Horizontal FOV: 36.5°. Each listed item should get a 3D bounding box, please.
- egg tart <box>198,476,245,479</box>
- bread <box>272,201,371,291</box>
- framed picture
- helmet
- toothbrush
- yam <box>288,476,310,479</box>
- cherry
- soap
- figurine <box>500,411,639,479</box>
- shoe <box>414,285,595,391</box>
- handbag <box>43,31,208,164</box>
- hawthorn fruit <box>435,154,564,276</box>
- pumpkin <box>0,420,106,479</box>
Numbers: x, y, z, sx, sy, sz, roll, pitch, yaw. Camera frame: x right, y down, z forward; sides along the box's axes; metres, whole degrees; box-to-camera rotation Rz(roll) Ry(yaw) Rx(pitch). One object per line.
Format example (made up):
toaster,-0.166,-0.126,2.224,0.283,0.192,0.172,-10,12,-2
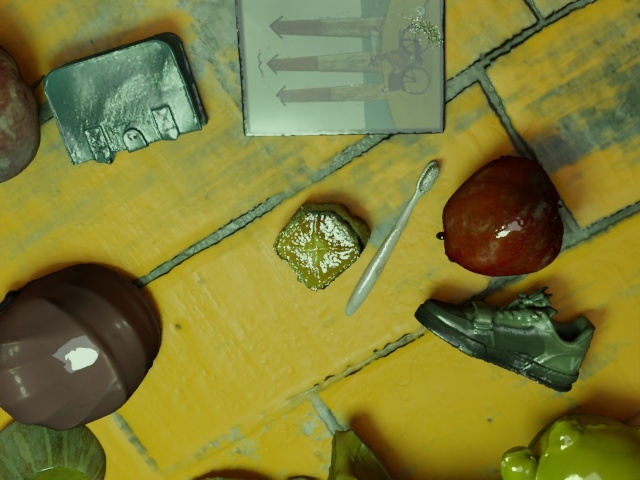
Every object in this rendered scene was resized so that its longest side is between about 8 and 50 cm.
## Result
egg tart,-0.164,0.567,1.739,0.291,0.107,0.291,7,105,27
bread,0.000,0.000,1.587,0.128,0.069,0.140,43,111,-8
framed picture,0.032,-0.284,1.516,0.324,0.013,0.244,-1,109,5
helmet,-0.440,0.205,1.640,0.338,0.197,0.271,-27,107,13
toothbrush,0.116,0.003,1.597,0.025,0.029,0.307,25,110,-11
yam,-0.064,0.609,1.801,0.083,0.083,0.371,12,108,2
cherry,-0.544,-0.196,1.497,0.236,0.285,0.213,55,142,-2
soap,0.017,0.529,1.704,0.304,0.169,0.338,-30,114,14
figurine,0.435,0.447,1.615,0.323,0.231,0.340,5,111,-10
shoe,0.311,0.128,1.585,0.293,0.109,0.149,24,106,-6
handbag,-0.310,-0.218,1.546,0.229,0.062,0.179,-13,107,10
hawthorn fruit,0.273,-0.029,1.504,0.202,0.185,0.185,-18,107,30
pumpkin,-0.498,0.431,1.764,0.217,0.110,0.217,-3,110,-10
